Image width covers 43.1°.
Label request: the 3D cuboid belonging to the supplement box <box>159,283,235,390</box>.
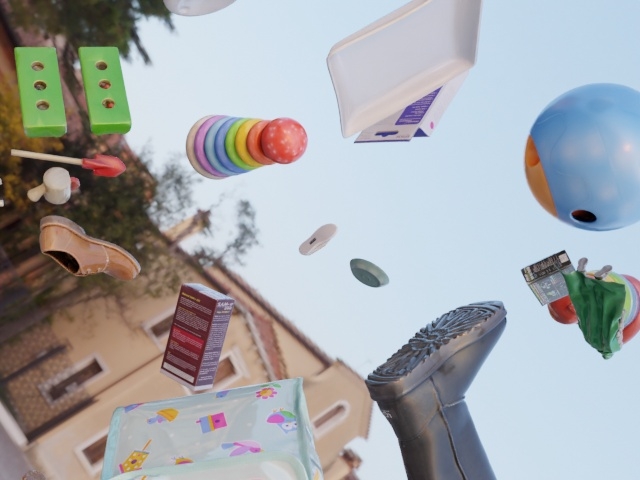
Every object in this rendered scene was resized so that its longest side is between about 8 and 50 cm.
[{"bbox_3d":[-0.310,0.240,2.035,0.130,0.073,0.239,21,-81,33],"label":"supplement box"}]

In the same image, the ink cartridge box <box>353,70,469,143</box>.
[{"bbox_3d":[0.247,-0.358,2.164,0.176,0.371,0.069,3,-46,38],"label":"ink cartridge box"}]

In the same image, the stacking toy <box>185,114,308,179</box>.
[{"bbox_3d":[-0.141,-0.190,1.619,0.330,0.141,0.141,7,-54,56],"label":"stacking toy"}]

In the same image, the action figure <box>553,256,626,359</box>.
[{"bbox_3d":[0.509,0.136,1.480,0.137,0.063,0.232,25,-33,46],"label":"action figure"}]

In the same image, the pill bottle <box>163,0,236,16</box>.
[{"bbox_3d":[-0.182,-0.421,1.088,0.117,0.117,0.214,146,-74,-70],"label":"pill bottle"}]

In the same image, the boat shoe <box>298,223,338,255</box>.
[{"bbox_3d":[0.000,0.000,1.738,0.035,0.100,0.035,57,15,25],"label":"boat shoe"}]

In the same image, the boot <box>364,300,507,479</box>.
[{"bbox_3d":[0.307,0.393,1.667,0.146,0.367,0.445,-3,-66,60],"label":"boot"}]

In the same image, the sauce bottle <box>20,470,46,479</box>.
[{"bbox_3d":[-0.511,0.449,1.378,0.042,0.128,0.042,29,17,-10],"label":"sauce bottle"}]

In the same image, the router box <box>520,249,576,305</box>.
[{"bbox_3d":[0.449,0.074,1.565,0.122,0.092,0.038,43,25,-52],"label":"router box"}]

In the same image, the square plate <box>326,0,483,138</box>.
[{"bbox_3d":[0.171,-0.378,1.655,0.049,0.347,0.344,59,-4,20],"label":"square plate"}]

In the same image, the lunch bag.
[{"bbox_3d":[-0.106,0.272,0.815,0.262,0.224,0.160,-98,180,-66],"label":"lunch bag"}]

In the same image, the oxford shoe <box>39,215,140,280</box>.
[{"bbox_3d":[-0.406,0.035,1.418,0.212,0.076,0.076,32,46,-45],"label":"oxford shoe"}]

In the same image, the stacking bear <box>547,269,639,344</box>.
[{"bbox_3d":[0.643,0.146,1.927,0.164,0.289,0.175,-47,-127,32],"label":"stacking bear"}]

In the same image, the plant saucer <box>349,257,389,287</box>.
[{"bbox_3d":[0.126,0.092,2.159,0.119,0.021,0.119,26,-27,14],"label":"plant saucer"}]

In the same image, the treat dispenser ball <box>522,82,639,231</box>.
[{"bbox_3d":[0.541,-0.161,1.576,0.288,0.288,0.288,48,-22,27],"label":"treat dispenser ball"}]

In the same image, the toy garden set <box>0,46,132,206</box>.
[{"bbox_3d":[-0.323,-0.108,0.848,0.049,0.244,0.203,120,-40,-56],"label":"toy garden set"}]
